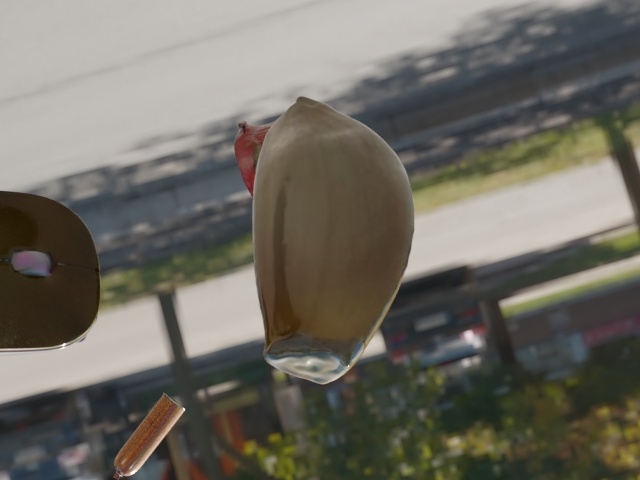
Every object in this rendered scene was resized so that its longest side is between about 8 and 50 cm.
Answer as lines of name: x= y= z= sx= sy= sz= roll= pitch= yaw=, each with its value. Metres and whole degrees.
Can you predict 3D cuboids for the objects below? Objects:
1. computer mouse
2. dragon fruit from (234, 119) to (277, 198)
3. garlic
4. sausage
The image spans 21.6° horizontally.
computer mouse: x=-0.347 y=0.037 z=1.451 sx=0.310 sy=0.158 sz=0.072 roll=-4 pitch=152 yaw=-8
dragon fruit: x=-0.011 y=-0.080 z=1.756 sx=0.111 sy=0.153 sz=0.153 roll=-31 pitch=170 yaw=14
garlic: x=0.009 y=0.000 z=1.495 sx=0.143 sy=0.318 sz=0.112 roll=4 pitch=131 yaw=-4
sausage: x=-0.190 y=0.216 z=1.819 sx=0.107 sy=0.031 sz=0.031 roll=-53 pitch=171 yaw=2
